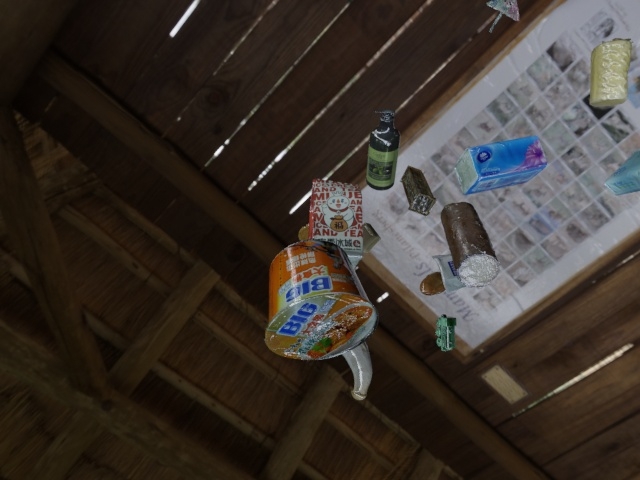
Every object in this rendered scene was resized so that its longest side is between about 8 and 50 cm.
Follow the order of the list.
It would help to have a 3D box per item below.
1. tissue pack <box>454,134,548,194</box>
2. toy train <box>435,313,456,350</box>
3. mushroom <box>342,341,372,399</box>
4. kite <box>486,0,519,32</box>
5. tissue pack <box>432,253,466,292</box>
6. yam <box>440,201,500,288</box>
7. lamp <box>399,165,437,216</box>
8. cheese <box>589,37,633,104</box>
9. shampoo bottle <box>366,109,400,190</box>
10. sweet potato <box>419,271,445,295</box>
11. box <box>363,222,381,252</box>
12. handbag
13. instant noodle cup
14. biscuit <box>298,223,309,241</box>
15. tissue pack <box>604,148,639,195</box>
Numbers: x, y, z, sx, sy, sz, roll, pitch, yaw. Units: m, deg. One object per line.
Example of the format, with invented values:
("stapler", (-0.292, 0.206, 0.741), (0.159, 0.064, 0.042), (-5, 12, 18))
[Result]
("tissue pack", (0.667, -0.281, 1.609), (0.198, 0.263, 0.146), (81, 177, -77))
("toy train", (0.587, 0.432, 1.995), (0.111, 0.071, 0.170), (160, 109, -79))
("mushroom", (0.137, 0.462, 1.633), (0.103, 0.118, 0.270), (31, -143, -60))
("kite", (0.666, -0.837, 1.567), (0.139, 0.157, 0.011), (38, -129, 10))
("tissue pack", (0.459, 0.098, 1.440), (0.193, 0.122, 0.026), (-92, -12, -57))
("yam", (0.439, 0.000, 1.274), (0.131, 0.131, 0.280), (38, -147, -27))
("lamp", (0.409, -0.216, 1.813), (0.090, 0.089, 0.325), (20, -152, -9))
("cheese", (0.833, -0.477, 1.230), (0.123, 0.093, 0.167), (-25, -66, -77))
("shampoo bottle", (0.209, -0.301, 1.413), (0.284, 0.101, 0.101), (90, 162, -46))
("sweet potato", (0.623, 0.207, 2.182), (0.385, 0.109, 0.109), (-9, -124, -44))
("box", (0.165, -0.011, 1.547), (0.035, 0.079, 0.083), (14, -145, -46))
("handbag", (0.043, -0.064, 1.373), (0.151, 0.171, 0.298), (113, 158, -69))
("instant noodle cup", (-0.014, 0.147, 1.123), (0.296, 0.296, 0.214), (32, -150, -39))
("biscuit", (0.000, 0.000, 2.092), (0.226, 0.226, 0.042), (43, -138, -16))
("tissue pack", (1.060, -0.242, 1.350), (0.089, 0.177, 0.263), (45, 177, 3))
